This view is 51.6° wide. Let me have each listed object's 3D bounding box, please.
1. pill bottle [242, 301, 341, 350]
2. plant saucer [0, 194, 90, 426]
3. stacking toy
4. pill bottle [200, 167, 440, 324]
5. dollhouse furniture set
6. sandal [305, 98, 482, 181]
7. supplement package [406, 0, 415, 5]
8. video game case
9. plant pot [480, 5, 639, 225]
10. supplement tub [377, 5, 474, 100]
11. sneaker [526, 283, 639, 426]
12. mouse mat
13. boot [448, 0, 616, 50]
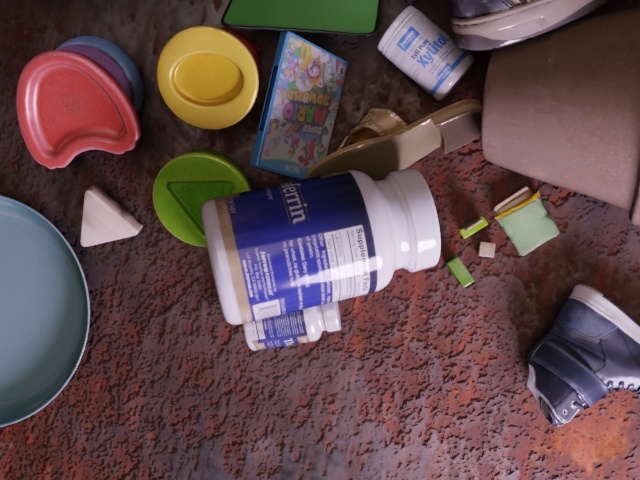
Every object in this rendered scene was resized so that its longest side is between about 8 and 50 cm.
[{"bbox_3d":[-0.036,0.101,0.855,0.120,0.067,0.067,-10,90,5],"label":"pill bottle"},{"bbox_3d":[-0.460,0.094,0.902,0.317,0.044,0.318,0,90,4],"label":"plant saucer"},{"bbox_3d":[-0.212,-0.141,0.873,0.308,0.130,0.280,-2,117,7],"label":"stacking toy"},{"bbox_3d":[0.000,0.000,0.796,0.264,0.153,0.153,-13,90,-8],"label":"pill bottle"},{"bbox_3d":[0.228,-0.003,0.836,0.151,0.058,0.076,-33,89,4],"label":"dollhouse furniture set"},{"bbox_3d":[0.089,-0.137,0.849,0.239,0.088,0.079,-20,57,5],"label":"sandal"},{"bbox_3d":[0.161,-0.434,0.796,0.244,0.139,0.134,-41,88,3],"label":"supplement package"},{"bbox_3d":[-0.024,-0.162,0.833,0.015,0.119,0.166,15,93,41],"label":"video game case"},{"bbox_3d":[0.309,-0.152,0.750,0.229,0.263,0.263,9,92,21],"label":"plant pot"},{"bbox_3d":[0.133,-0.235,0.835,0.107,0.071,0.071,40,94,2],"label":"supplement tub"},{"bbox_3d":[0.362,0.185,0.807,0.226,0.086,0.163,37,83,13],"label":"sneaker"},{"bbox_3d":[-0.019,-0.298,0.826,0.189,0.153,0.007,6,136,4],"label":"mouse mat"},{"bbox_3d":[0.271,-0.395,0.672,0.377,0.138,0.284,-25,115,1],"label":"boot"}]
